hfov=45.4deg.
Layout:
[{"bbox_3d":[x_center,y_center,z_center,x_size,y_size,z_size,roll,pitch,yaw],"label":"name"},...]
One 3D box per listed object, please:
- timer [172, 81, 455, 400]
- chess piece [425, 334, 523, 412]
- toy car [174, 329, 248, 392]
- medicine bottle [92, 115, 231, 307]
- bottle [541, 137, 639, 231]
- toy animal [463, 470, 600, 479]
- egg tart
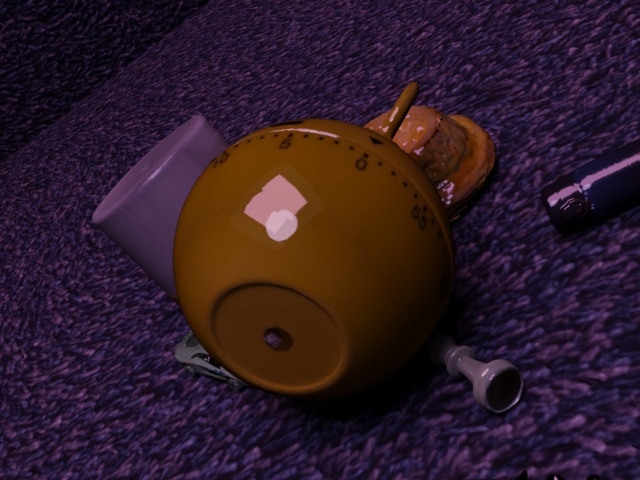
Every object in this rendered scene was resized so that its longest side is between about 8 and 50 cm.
[{"bbox_3d":[0.000,0.000,0.963,0.376,0.376,0.387,-14,27,27],"label":"timer"},{"bbox_3d":[0.169,0.143,0.895,0.059,0.059,0.149,-40,29,-10],"label":"chess piece"},{"bbox_3d":[-0.139,0.158,1.117,0.186,0.058,0.093,6,49,44],"label":"toy car"},{"bbox_3d":[-0.192,-0.036,1.196,0.238,0.232,0.238,-37,20,15],"label":"medicine bottle"},{"bbox_3d":[0.400,-0.087,0.965,0.244,0.072,0.082,-26,17,12],"label":"bottle"},{"bbox_3d":[0.148,0.262,0.709,0.210,0.117,0.121,-6,49,31],"label":"toy animal"},{"bbox_3d":[0.134,-0.123,1.196,0.288,0.118,0.288,-23,31,15],"label":"egg tart"}]
